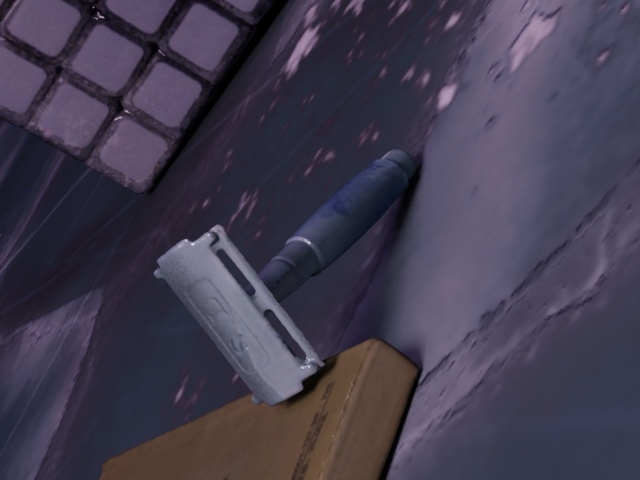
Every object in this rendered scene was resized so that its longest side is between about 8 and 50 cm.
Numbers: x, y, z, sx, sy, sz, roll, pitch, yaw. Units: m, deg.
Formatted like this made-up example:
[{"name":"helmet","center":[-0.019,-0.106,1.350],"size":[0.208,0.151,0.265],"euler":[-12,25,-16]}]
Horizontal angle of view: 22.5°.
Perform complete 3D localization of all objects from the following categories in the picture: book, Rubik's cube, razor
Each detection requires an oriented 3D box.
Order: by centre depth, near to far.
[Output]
[{"name":"book","center":[-0.056,0.135,0.612],"size":[0.231,0.026,0.161],"euler":[-29,33,54]},{"name":"razor","center":[0.000,0.000,0.617],"size":[0.040,0.068,0.135],"euler":[-32,7,42]},{"name":"Rubik's cube","center":[-0.154,-0.211,1.053],"size":[0.237,0.238,0.237],"euler":[-53,19,18]}]
